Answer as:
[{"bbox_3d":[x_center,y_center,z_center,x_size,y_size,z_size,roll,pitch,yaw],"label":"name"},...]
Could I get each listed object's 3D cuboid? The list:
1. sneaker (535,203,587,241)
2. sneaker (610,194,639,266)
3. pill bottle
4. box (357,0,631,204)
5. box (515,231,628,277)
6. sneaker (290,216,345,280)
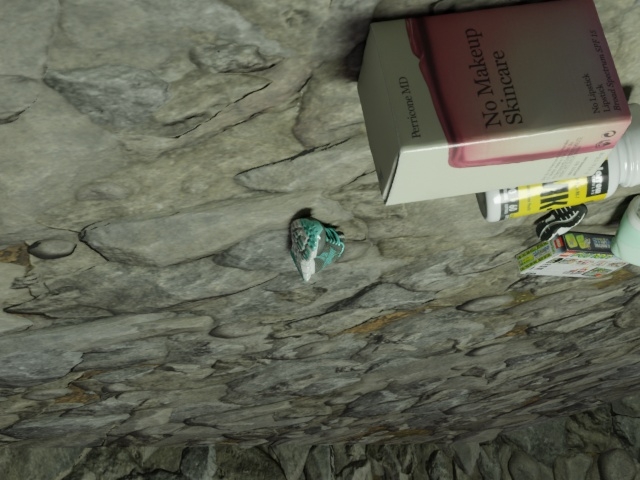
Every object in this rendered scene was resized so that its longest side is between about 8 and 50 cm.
[{"bbox_3d":[0.381,-0.035,1.595,0.044,0.040,0.109,-19,169,-30],"label":"sneaker"},{"bbox_3d":[0.598,-0.017,1.659,0.256,0.094,0.151,1,153,-6],"label":"sneaker"},{"bbox_3d":[0.293,-0.099,1.250,0.209,0.119,0.119,-12,160,2],"label":"pill bottle"},{"bbox_3d":[0.167,-0.140,1.031,0.233,0.148,0.127,-9,159,-8],"label":"box"},{"bbox_3d":[0.455,0.027,1.787,0.207,0.036,0.114,4,155,-36],"label":"box"},{"bbox_3d":[0.000,0.000,1.467,0.076,0.065,0.166,-24,165,-12],"label":"sneaker"}]
